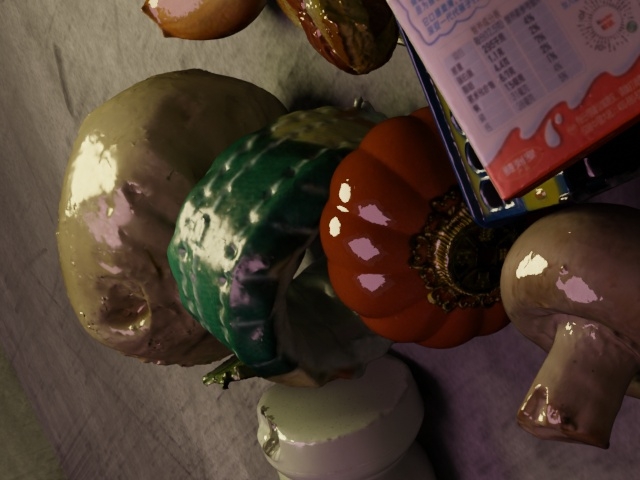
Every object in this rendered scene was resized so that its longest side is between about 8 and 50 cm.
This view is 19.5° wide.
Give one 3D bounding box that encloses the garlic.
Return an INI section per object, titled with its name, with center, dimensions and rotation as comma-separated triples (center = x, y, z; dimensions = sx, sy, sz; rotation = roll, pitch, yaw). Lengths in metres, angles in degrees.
[garlic]
center = -0.109, -0.306, 2.003
dimensions = 0.207, 0.128, 0.115
rotation = 117, 169, -55

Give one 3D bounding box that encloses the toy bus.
[toy bus]
center = 0.166, -0.169, 1.510
dimensions = 0.175, 0.138, 0.288
rotation = -17, 95, 64

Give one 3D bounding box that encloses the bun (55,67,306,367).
[bun]
center = -0.125, -0.020, 2.041
dimensions = 0.234, 0.326, 0.362
rotation = 17, 139, 28

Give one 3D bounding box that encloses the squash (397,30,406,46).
[squash]
center = 0.067, -0.300, 1.722
dimensions = 0.252, 0.049, 0.252
rotation = 45, 149, 37

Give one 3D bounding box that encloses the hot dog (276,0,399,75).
[hot dog]
center = 0.022, -0.224, 1.719
dimensions = 0.123, 0.093, 0.261
rotation = 65, 174, -26

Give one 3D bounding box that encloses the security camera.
[security camera]
center = 0.042, 0.265, 2.097
dimensions = 0.194, 0.194, 0.236
rotation = 29, 141, 54

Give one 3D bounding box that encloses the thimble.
[thimble]
center = 0.000, 0.000, 1.850
dimensions = 0.167, 0.288, 0.254
rotation = 35, 168, 44

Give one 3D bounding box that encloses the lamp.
[lamp]
center = 0.107, -0.012, 1.671
dimensions = 0.196, 0.223, 0.223
rotation = -144, 38, -65

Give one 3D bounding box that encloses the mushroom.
[mushroom]
center = 0.229, 0.076, 1.495
dimensions = 0.204, 0.204, 0.204
rotation = 46, 148, 40

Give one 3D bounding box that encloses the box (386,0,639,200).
[box]
center = 0.181, -0.209, 1.352
dimensions = 0.273, 0.048, 0.265
rotation = -33, 79, 25

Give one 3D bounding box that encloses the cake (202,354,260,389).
[cake]
center = -0.023, 0.091, 2.018
dimensions = 0.100, 0.235, 0.099
rotation = -17, 87, 65
